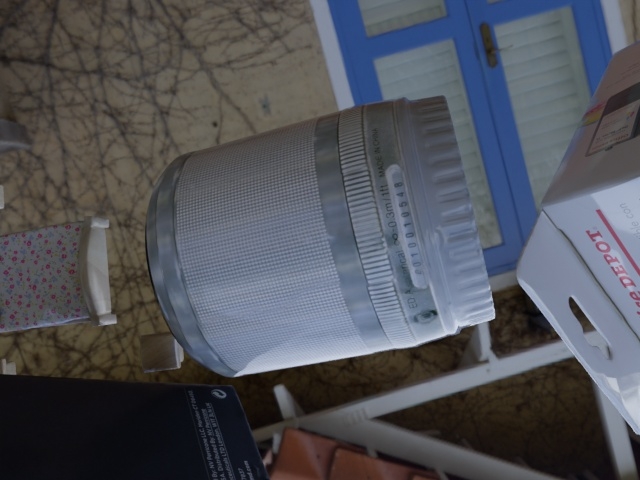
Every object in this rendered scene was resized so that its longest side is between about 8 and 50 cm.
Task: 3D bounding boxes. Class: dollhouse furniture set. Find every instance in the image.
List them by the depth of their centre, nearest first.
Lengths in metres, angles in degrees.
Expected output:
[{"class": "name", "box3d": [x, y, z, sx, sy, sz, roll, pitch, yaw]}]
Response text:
[{"class": "dollhouse furniture set", "box3d": [-0.325, 0.069, 0.661, 0.304, 0.355, 0.174, -9, 175, 11]}]

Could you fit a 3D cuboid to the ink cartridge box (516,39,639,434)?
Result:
[{"class": "ink cartridge box", "box3d": [0.321, -0.032, 0.496, 0.119, 0.207, 0.353, -21, -155, 52]}]

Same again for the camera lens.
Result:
[{"class": "camera lens", "box3d": [0.000, 0.000, 0.524, 0.275, 0.219, 0.219, -13, -172, 14]}]

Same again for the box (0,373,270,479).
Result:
[{"class": "box", "box3d": [-0.229, 0.277, 0.467, 0.294, 0.296, 0.182, 12, -159, -30]}]
